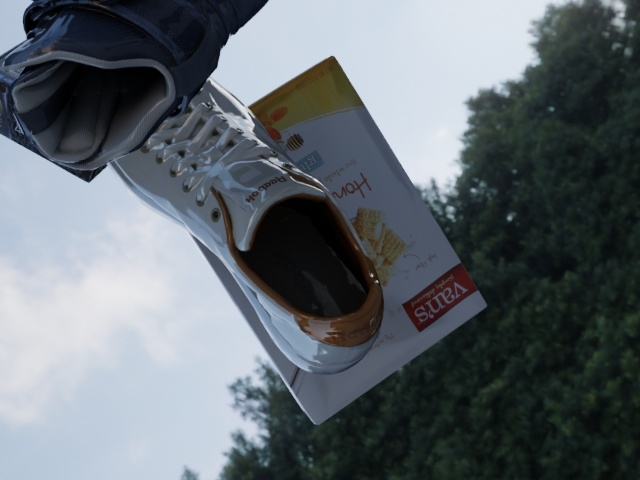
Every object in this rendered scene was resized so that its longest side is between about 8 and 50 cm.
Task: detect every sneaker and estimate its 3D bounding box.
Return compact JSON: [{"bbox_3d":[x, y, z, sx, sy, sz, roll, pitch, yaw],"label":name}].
[{"bbox_3d":[-0.056,-0.045,0.653,0.106,0.290,0.123,-41,-10,-19],"label":"sneaker"},{"bbox_3d":[-0.146,-0.126,0.528,0.163,0.226,0.086,-63,-29,-29],"label":"sneaker"}]

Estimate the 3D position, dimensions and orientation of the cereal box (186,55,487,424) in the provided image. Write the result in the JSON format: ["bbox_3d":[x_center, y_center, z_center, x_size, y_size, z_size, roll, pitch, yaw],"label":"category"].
[{"bbox_3d":[0.000,0.000,0.778,0.173,0.047,0.240,-34,-84,-9],"label":"cereal box"}]

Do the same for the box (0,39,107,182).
[{"bbox_3d":[-0.330,-0.176,1.262,0.077,0.180,0.147,-64,-5,38],"label":"box"}]
